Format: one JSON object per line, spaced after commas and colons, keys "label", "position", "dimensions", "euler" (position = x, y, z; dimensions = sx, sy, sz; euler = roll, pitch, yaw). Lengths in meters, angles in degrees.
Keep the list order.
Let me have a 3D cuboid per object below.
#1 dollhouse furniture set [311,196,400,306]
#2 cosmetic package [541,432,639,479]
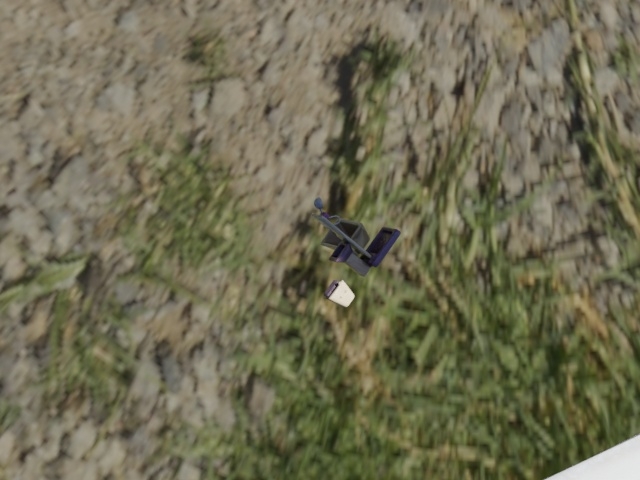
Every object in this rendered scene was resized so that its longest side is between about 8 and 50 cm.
{"label": "dollhouse furniture set", "position": [0.000, 0.000, 1.713], "dimensions": [0.081, 0.114, 0.091], "euler": [39, 82, -19]}
{"label": "cosmetic package", "position": [0.114, 0.348, 0.761], "dimensions": [0.329, 0.327, 0.394], "euler": [-25, 62, -2]}
